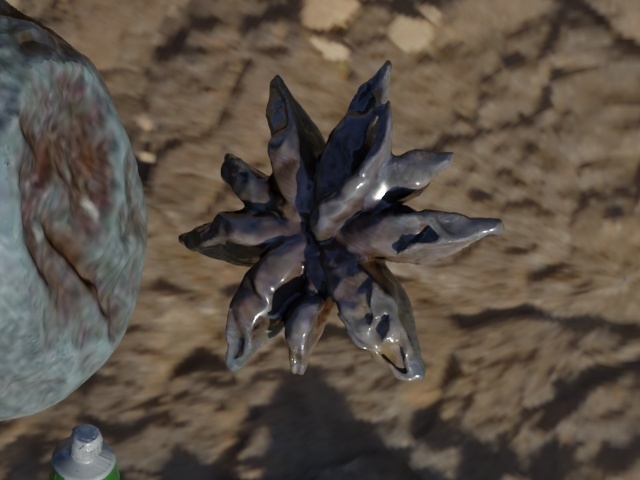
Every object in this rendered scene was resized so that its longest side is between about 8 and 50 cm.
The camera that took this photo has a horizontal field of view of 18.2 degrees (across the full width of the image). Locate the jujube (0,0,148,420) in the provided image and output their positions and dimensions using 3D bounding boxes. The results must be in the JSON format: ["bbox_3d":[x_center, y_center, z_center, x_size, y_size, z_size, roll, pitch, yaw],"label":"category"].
[{"bbox_3d":[-0.226,-0.021,1.103,0.215,0.308,0.246,7,62,17],"label":"jujube"}]

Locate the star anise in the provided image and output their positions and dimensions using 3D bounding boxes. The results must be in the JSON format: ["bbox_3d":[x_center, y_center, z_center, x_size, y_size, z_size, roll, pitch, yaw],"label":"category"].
[{"bbox_3d":[0.000,0.000,1.121,0.182,0.065,0.195,-41,73,18],"label":"star anise"}]

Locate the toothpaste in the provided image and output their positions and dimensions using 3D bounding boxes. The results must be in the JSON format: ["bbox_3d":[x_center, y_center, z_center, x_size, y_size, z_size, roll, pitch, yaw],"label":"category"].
[{"bbox_3d":[-0.199,0.231,1.653,0.078,0.248,0.047,5,50,-6],"label":"toothpaste"}]
